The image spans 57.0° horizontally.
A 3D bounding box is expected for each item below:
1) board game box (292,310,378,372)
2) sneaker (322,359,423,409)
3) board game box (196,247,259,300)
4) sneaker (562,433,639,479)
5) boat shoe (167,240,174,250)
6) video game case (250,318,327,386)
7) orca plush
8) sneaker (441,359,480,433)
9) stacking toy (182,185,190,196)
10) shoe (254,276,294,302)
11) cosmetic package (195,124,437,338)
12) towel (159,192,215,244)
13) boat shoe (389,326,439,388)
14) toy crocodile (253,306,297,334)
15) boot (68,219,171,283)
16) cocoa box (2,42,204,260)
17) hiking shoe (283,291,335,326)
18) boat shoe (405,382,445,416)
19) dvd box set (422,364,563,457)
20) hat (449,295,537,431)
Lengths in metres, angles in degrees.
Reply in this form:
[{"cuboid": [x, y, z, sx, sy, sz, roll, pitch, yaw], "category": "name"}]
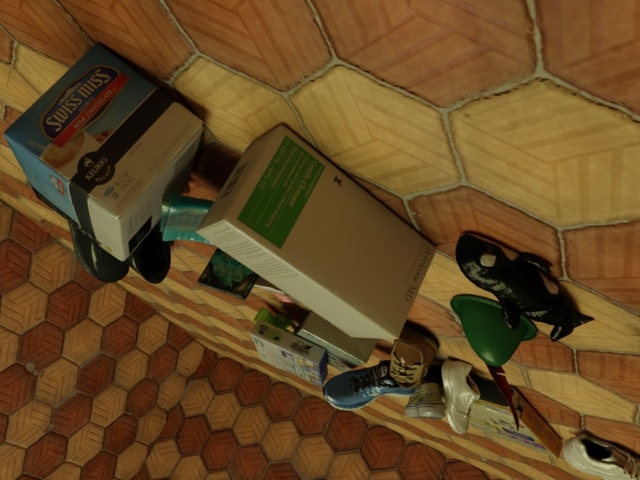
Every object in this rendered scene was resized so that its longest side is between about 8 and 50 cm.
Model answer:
[{"cuboid": [0.033, 0.324, 1.910, 0.223, 0.098, 0.303, 30, 159, -2], "category": "board game box"}, {"cuboid": [0.166, 0.426, 1.821, 0.329, 0.130, 0.147, -11, 144, -8], "category": "sneaker"}, {"cuboid": [-0.252, 0.091, 1.669, 0.186, 0.126, 0.026, 12, 154, 37], "category": "board game box"}, {"cuboid": [0.816, 0.621, 1.601, 0.296, 0.111, 0.129, 20, 153, 20], "category": "sneaker"}, {"cuboid": [-0.529, -0.021, 1.843, 0.112, 0.096, 0.335, 17, 173, -32], "category": "boat shoe"}, {"cuboid": [-0.096, 0.378, 1.958, 0.244, 0.061, 0.270, 23, 155, 14], "category": "video game case"}, {"cuboid": [0.325, 0.107, 0.987, 0.287, 0.102, 0.151, 41, 157, -31], "category": "orca plush"}, {"cuboid": [0.391, 0.430, 1.602, 0.094, 0.080, 0.212, -5, 103, 31], "category": "sneaker"}, {"cuboid": [-0.439, -0.130, 1.380, 0.301, 0.175, 0.166, 8, 152, 19], "category": "stacking toy"}, {"cuboid": [-0.148, 0.128, 1.714, 0.177, 0.064, 0.081, 18, 153, 14], "category": "shoe"}, {"cuboid": [0.000, 0.000, 1.020, 0.365, 0.197, 0.155, 34, 158, -21], "category": "cosmetic package"}, {"cuboid": [-0.145, -0.015, 1.219, 0.369, 0.040, 0.271, 10, 165, -14], "category": "towel"}, {"cuboid": [0.248, 0.332, 1.610, 0.122, 0.120, 0.324, 20, 159, 21], "category": "boat shoe"}, {"cuboid": [-0.142, 0.354, 2.180, 0.105, 0.115, 0.340, 9, 153, 41], "category": "toy crocodile"}, {"cuboid": [-0.552, 0.023, 1.670, 0.445, 0.146, 0.367, 18, 135, 41], "category": "boot"}, {"cuboid": [-0.392, -0.144, 1.106, 0.228, 0.231, 0.347, 38, 159, -5], "category": "cocoa box"}, {"cuboid": [0.010, 0.128, 1.434, 0.303, 0.113, 0.132, 17, 158, 28], "category": "hiking shoe"}, {"cuboid": [0.314, 0.472, 1.729, 0.109, 0.094, 0.302, 5, 162, 0], "category": "boat shoe"}, {"cuboid": [0.518, 0.517, 1.793, 0.307, 0.062, 0.420, 7, 151, 46], "category": "dvd box set"}, {"cuboid": [0.327, 0.236, 1.180, 0.208, 0.184, 0.173, 19, 158, 23], "category": "hat"}]
